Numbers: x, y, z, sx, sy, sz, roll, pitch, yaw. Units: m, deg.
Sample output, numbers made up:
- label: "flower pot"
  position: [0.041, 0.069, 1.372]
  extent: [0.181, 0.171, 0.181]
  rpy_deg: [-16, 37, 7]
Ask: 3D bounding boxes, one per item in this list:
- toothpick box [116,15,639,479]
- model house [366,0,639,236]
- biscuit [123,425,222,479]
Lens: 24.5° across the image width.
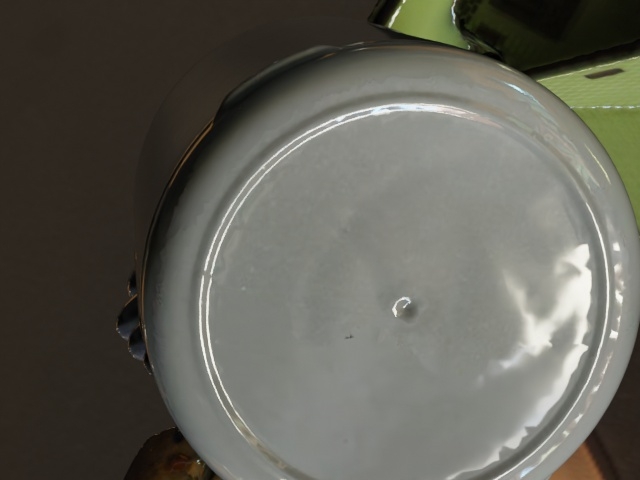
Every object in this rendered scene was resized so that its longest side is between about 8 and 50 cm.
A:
- label: "toothpick box"
  position: [0.000, 0.000, 0.734]
  extent: [0.229, 0.229, 0.316]
  rpy_deg: [-65, -166, 7]
- label: "model house"
  position: [0.199, -0.088, 0.863]
  extent: [0.278, 0.218, 0.205]
  rpy_deg: [40, -77, 40]
- label: "biscuit"
  position: [-0.004, 0.258, 1.128]
  extent: [0.046, 0.359, 0.359]
  rpy_deg: [97, -20, -46]
